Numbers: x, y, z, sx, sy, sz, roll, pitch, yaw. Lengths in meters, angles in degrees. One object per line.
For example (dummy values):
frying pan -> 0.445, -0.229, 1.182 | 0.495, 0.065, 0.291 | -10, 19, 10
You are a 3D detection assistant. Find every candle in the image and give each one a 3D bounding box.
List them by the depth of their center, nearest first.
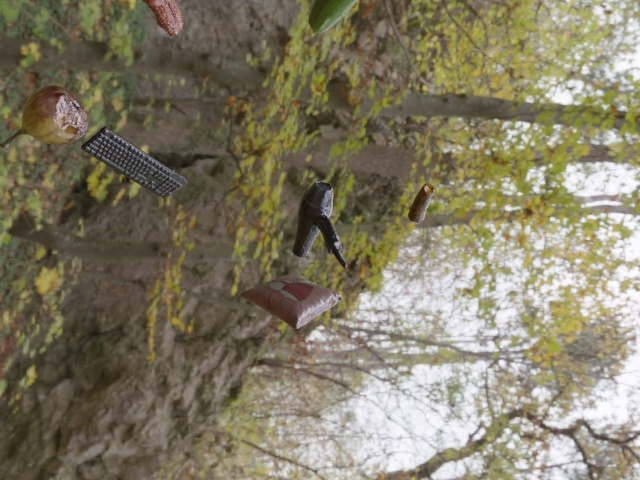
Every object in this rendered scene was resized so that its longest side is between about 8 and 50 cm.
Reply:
candle -> -0.269, -0.401, 1.070 | 0.329, 0.051, 0.048 | -160, -133, -85

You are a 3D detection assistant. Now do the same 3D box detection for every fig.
fig -> -0.720, -0.298, 1.668 | 0.143, 0.230, 0.160 | 39, -16, 35

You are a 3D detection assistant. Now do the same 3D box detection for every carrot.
carrot -> 0.239, -0.085, 1.524 | 0.171, 0.042, 0.042 | 101, -18, -66

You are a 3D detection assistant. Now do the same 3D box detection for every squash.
squash -> 0.057, -0.556, 1.414 | 0.292, 0.082, 0.082 | -26, -116, 53

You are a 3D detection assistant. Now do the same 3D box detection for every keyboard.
keyboard -> -0.496, -0.205, 1.749 | 0.101, 0.309, 0.018 | -35, -127, 15

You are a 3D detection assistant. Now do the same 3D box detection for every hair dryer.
hair dryer -> 0.000, 0.000, 1.683 | 0.272, 0.091, 0.236 | -116, -141, -49

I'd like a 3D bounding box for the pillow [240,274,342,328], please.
pillow -> -0.083, 0.171, 1.890 | 0.236, 0.223, 0.084 | 22, -62, 37
